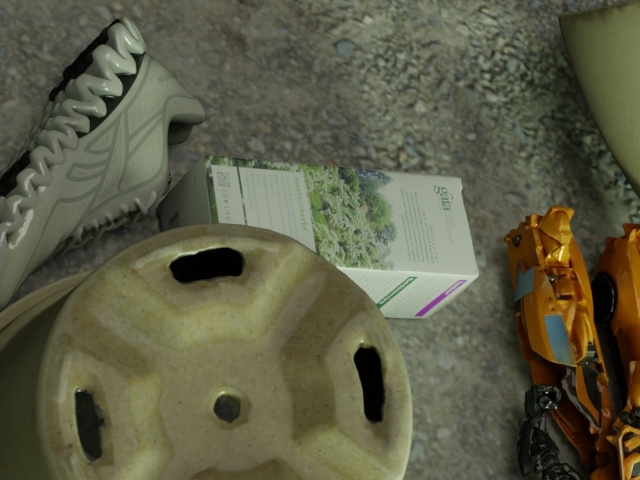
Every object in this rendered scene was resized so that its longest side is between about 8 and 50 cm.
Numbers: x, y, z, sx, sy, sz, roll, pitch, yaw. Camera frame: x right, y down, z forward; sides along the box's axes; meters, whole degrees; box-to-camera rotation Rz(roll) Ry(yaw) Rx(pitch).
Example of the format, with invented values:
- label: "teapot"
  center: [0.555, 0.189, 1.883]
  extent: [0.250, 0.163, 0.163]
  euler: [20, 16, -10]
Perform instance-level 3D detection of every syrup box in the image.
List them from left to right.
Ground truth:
- label: "syrup box"
  center: [0.000, 0.000, 1.584]
  extent: [0.237, 0.096, 0.093]
  euler: [4, 63, -28]

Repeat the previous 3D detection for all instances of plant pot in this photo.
- label: "plant pot"
  center: [-0.088, 0.135, 1.270]
  extent: [0.334, 0.305, 0.334]
  euler: [4, 72, -13]

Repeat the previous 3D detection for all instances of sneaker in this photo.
- label: "sneaker"
  center: [-0.179, -0.044, 1.509]
  extent: [0.118, 0.110, 0.292]
  euler: [40, 51, -15]

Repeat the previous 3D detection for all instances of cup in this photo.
- label: "cup"
  center: [0.392, -0.111, 1.763]
  extent: [0.331, 0.331, 0.237]
  euler: [-11, 94, -34]

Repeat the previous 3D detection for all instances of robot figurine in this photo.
- label: "robot figurine"
  center: [0.252, 0.117, 1.666]
  extent: [0.211, 0.085, 0.291]
  euler: [3, 62, -27]
